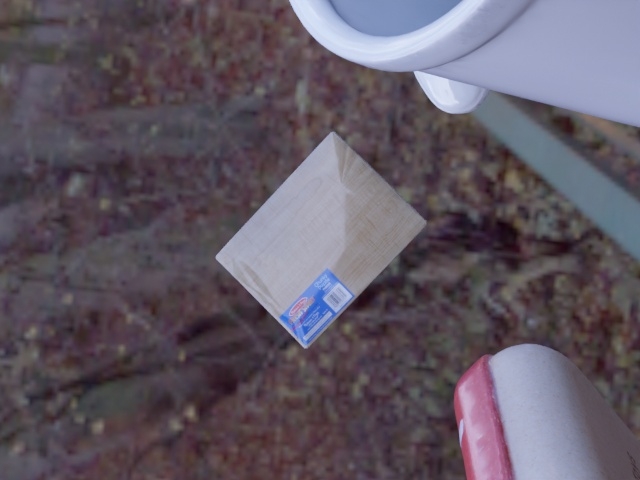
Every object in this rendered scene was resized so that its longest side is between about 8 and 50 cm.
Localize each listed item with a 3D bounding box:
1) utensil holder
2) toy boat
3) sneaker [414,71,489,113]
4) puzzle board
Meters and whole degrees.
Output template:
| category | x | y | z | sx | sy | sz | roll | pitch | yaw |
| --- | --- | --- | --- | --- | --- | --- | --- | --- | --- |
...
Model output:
| category | x | y | z | sx | sy | sz | roll | pitch | yaw |
| --- | --- | --- | --- | --- | --- | --- | --- | --- | --- |
| utensil holder | 0.214 | -0.242 | 1.075 | 0.327 | 0.385 | 0.328 | -21 | 63 | 51 |
| toy boat | 0.100 | 0.168 | 0.760 | 0.151 | 0.151 | 0.231 | -36 | 19 | 15 |
| sneaker | 0.090 | -0.206 | 1.260 | 0.094 | 0.080 | 0.212 | -33 | -67 | -66 |
| puzzle board | 0.000 | 0.000 | 1.086 | 0.128 | 0.096 | 0.011 | -47 | -9 | 10 |
